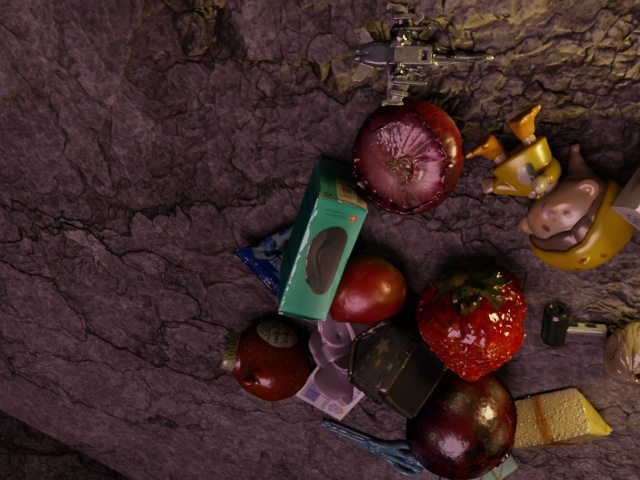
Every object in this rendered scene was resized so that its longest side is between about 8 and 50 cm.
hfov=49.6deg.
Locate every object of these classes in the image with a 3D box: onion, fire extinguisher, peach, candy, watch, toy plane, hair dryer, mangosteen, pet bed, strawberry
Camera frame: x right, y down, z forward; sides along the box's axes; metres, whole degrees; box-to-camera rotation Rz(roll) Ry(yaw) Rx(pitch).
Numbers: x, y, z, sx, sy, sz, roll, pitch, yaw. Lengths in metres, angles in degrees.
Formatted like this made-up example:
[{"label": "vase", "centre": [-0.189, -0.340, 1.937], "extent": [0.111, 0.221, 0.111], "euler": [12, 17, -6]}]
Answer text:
[{"label": "onion", "centre": [0.178, -0.172, 1.412], "extent": [0.248, 0.161, 0.248], "euler": [9, 128, 12]}, {"label": "fire extinguisher", "centre": [0.300, 0.236, 1.757], "extent": [0.269, 0.105, 0.105], "euler": [32, 135, -4]}, {"label": "peach", "centre": [0.109, 0.127, 1.679], "extent": [0.190, 0.190, 0.192], "euler": [40, 97, -12]}, {"label": "candy", "centre": [-0.060, 0.023, 1.751], "extent": [0.331, 0.077, 0.187], "euler": [-26, 117, 35]}, {"label": "watch", "centre": [0.078, 0.276, 1.796], "extent": [0.248, 0.211, 0.217], "euler": [62, 149, 23]}, {"label": "toy plane", "centre": [0.190, -0.349, 1.302], "extent": [0.262, 0.088, 0.192], "euler": [5, 103, 16]}, {"label": "hair dryer", "centre": [0.624, 0.203, 1.628], "extent": [0.197, 0.057, 0.100], "euler": [3, 131, 11]}, {"label": "mangosteen", "centre": [0.332, 0.450, 1.803], "extent": [0.359, 0.306, 0.306], "euler": [30, 136, 12]}, {"label": "pet bed", "centre": [0.171, 0.307, 1.670], "extent": [0.159, 0.183, 0.211], "euler": [27, 168, 40]}, {"label": "strawberry", "centre": [0.349, 0.197, 1.588], "extent": [0.257, 0.257, 0.277], "euler": [-2, 118, 26]}]

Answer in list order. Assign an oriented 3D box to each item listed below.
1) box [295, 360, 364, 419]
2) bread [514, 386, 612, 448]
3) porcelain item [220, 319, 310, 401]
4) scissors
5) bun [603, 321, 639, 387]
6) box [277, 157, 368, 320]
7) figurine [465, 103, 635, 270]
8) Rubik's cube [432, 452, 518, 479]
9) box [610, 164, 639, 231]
[{"label": "box", "centre": [0.055, 0.397, 2.015], "extent": [0.168, 0.097, 0.265], "euler": [28, 135, -1]}, {"label": "bread", "centre": [0.642, 0.488, 1.881], "extent": [0.240, 0.135, 0.178], "euler": [-26, 149, 38]}, {"label": "porcelain item", "centre": [-0.161, 0.354, 1.962], "extent": [0.253, 0.253, 0.253], "euler": [13, 133, 14]}, {"label": "scissors", "centre": [0.184, 0.666, 2.241], "extent": [0.393, 0.032, 0.180], "euler": [23, 134, 5]}, {"label": "bun", "centre": [0.727, 0.271, 1.574], "extent": [0.173, 0.113, 0.166], "euler": [31, 131, -23]}, {"label": "box", "centre": [0.000, 0.000, 1.554], "extent": [0.118, 0.205, 0.311], "euler": [16, 118, -8]}, {"label": "figurine", "centre": [0.457, -0.092, 1.349], "extent": [0.344, 0.187, 0.215], "euler": [48, 141, -12]}, {"label": "Rubik's cube", "centre": [0.423, 0.624, 2.021], "extent": [0.228, 0.229, 0.233], "euler": [57, -178, 20]}, {"label": "box", "centre": [0.720, -0.045, 1.247], "extent": [0.330, 0.210, 0.095], "euler": [36, 179, -8]}]
